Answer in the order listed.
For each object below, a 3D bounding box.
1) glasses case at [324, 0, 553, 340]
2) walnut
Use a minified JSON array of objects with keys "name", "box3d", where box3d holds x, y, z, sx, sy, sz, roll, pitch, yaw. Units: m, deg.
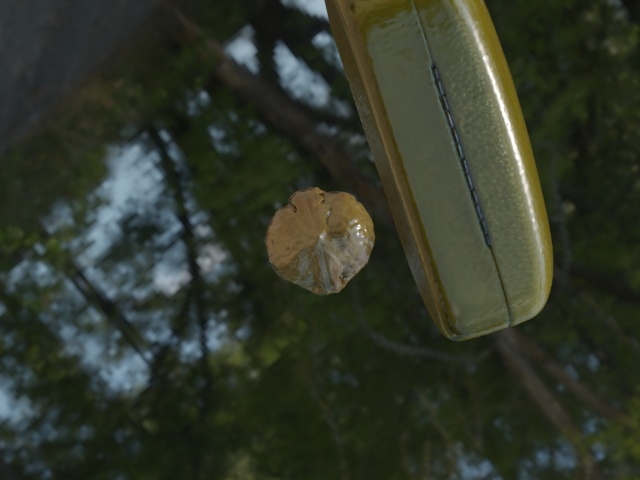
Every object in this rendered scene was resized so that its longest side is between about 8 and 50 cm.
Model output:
[{"name":"glasses case","box3d":[0.118,-0.099,1.508,0.141,0.371,0.173,-20,-161,-4]},{"name":"walnut","box3d":[0.000,0.000,2.317,0.155,0.155,0.184,-38,173,0]}]
